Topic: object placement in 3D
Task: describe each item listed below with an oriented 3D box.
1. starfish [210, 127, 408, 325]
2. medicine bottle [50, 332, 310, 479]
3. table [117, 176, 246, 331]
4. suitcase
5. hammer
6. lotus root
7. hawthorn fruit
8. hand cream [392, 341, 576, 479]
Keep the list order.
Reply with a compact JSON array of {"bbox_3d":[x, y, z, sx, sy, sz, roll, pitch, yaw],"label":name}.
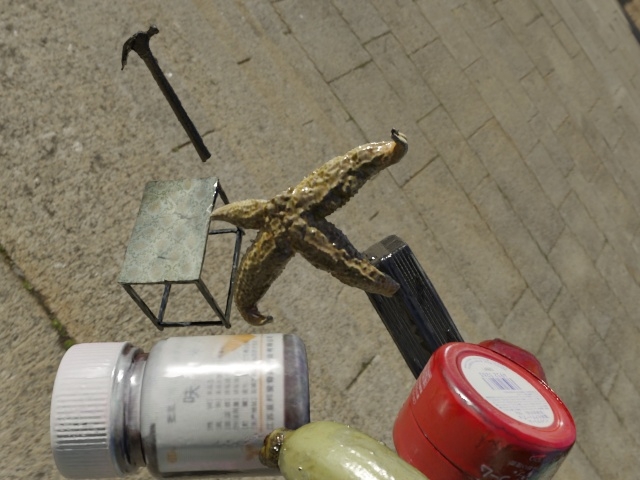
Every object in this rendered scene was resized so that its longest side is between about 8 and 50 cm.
[{"bbox_3d":[0.000,0.000,1.171,0.082,0.431,0.324,-75,146,-75],"label":"starfish"},{"bbox_3d":[-0.151,0.192,0.700,0.273,0.165,0.165,0,65,-5],"label":"medicine bottle"},{"bbox_3d":[-0.368,0.043,1.672,0.272,0.222,0.335,72,19,-53],"label":"table"},{"bbox_3d":[0.214,0.160,1.408,0.152,0.229,0.335,-30,96,2],"label":"suitcase"},{"bbox_3d":[-0.317,-0.301,1.285,0.297,0.125,0.027,59,27,-19],"label":"hammer"},{"bbox_3d":[0.027,0.197,0.487,0.077,0.182,0.090,-45,138,-30],"label":"lotus root"},{"bbox_3d":[0.499,0.434,1.663,0.265,0.265,0.307,51,30,-6],"label":"hawthorn fruit"},{"bbox_3d":[0.228,0.262,0.850,0.230,0.150,0.230,21,20,-8],"label":"hand cream"}]
